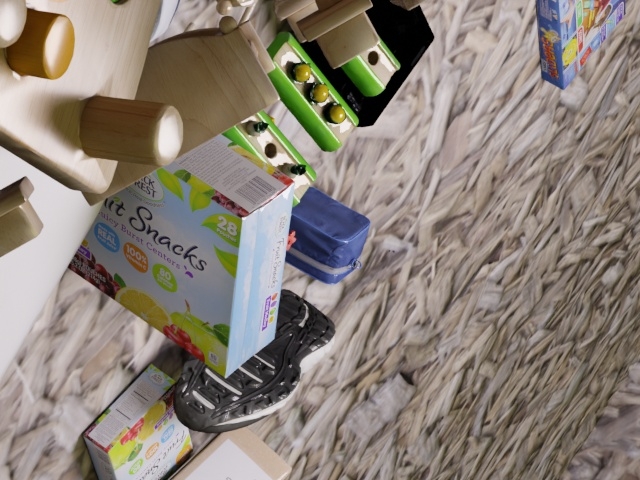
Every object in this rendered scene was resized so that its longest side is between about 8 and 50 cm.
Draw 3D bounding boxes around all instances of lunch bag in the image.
[{"bbox_3d":[0.000,0.000,1.891,0.067,0.098,0.065,-35,150,-52],"label":"lunch bag"}]

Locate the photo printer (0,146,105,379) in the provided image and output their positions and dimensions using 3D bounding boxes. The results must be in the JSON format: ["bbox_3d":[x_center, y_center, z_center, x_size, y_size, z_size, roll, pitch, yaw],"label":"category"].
[{"bbox_3d":[-0.283,0.009,1.341,0.307,0.107,0.256,-59,156,2],"label":"photo printer"}]

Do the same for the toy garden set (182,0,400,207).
[{"bbox_3d":[-0.047,-0.133,1.592,0.204,0.049,0.244,49,65,-31],"label":"toy garden set"}]

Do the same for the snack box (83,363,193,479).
[{"bbox_3d":[-0.176,0.199,1.863,0.100,0.037,0.141,-45,154,-24],"label":"snack box"}]

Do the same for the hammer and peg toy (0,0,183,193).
[{"bbox_3d":[-0.144,-0.233,1.053,0.266,0.127,0.361,36,65,-63],"label":"hammer and peg toy"}]

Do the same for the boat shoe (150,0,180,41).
[{"bbox_3d":[-0.113,-0.279,1.360,0.094,0.109,0.302,-58,172,-49],"label":"boat shoe"}]

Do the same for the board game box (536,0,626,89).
[{"bbox_3d":[0.307,-0.284,2.224,0.136,0.035,0.201,-50,155,-18],"label":"board game box"}]

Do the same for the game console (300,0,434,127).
[{"bbox_3d":[0.103,-0.286,1.816,0.361,0.044,0.213,-56,156,-7],"label":"game console"}]

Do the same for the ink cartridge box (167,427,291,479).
[{"bbox_3d":[-0.149,0.319,1.950,0.234,0.088,0.193,-42,167,-32],"label":"ink cartridge box"}]

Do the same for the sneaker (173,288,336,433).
[{"bbox_3d":[-0.070,0.142,1.900,0.108,0.100,0.271,-59,168,25],"label":"sneaker"}]

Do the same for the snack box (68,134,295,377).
[{"bbox_3d":[-0.124,-0.019,1.491,0.070,0.207,0.174,-38,150,-39],"label":"snack box"}]

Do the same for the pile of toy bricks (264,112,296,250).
[{"bbox_3d":[-0.066,-0.030,1.716,0.118,0.105,0.212,-28,142,-49],"label":"pile of toy bricks"}]

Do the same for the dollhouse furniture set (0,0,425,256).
[{"bbox_3d":[-0.104,-0.170,1.293,0.355,0.174,0.303,-29,-169,2],"label":"dollhouse furniture set"}]
